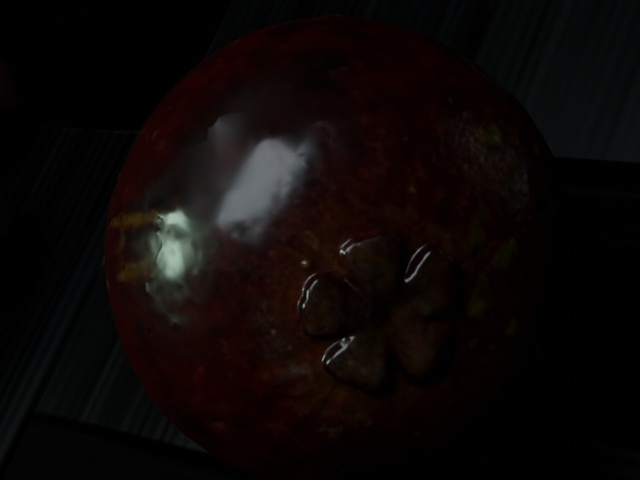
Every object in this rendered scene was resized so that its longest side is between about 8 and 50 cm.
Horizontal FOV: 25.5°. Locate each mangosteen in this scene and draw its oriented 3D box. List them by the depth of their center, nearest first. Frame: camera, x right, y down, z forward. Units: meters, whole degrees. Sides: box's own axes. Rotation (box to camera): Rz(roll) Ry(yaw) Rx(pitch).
[{"bbox_3d":[0.000,0.000,0.671,0.215,0.215,0.257,-45,19,-1],"label":"mangosteen"}]

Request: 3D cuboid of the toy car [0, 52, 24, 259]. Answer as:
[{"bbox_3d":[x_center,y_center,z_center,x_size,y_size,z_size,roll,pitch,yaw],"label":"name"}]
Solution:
[{"bbox_3d":[-0.364,-0.059,0.907,0.271,0.240,0.340,-26,46,18],"label":"toy car"}]
